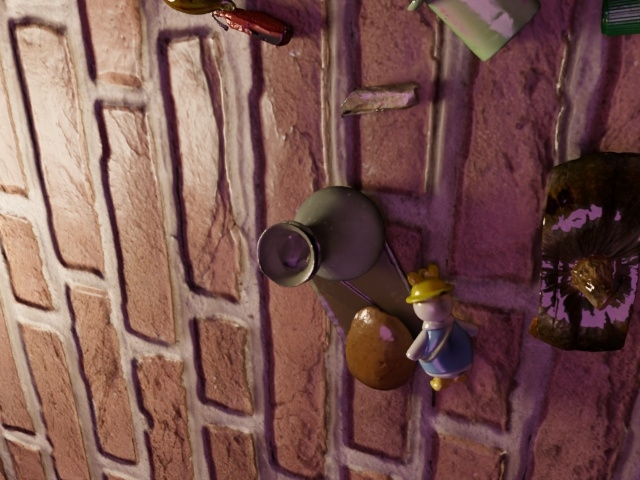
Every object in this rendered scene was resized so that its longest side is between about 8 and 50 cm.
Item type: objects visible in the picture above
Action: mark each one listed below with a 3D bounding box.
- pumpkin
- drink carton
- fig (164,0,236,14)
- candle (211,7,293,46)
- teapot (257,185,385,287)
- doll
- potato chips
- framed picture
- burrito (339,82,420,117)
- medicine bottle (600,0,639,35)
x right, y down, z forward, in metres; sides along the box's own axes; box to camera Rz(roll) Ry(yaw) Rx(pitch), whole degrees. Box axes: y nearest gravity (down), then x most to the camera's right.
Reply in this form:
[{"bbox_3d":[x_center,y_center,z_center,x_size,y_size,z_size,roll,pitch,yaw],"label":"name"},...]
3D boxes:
[{"bbox_3d":[0.405,0.026,0.861,0.139,0.222,0.317,9,114,21],"label":"pumpkin"},{"bbox_3d":[0.232,-0.353,0.832,0.142,0.144,0.146,41,122,-8],"label":"drink carton"},{"bbox_3d":[-0.212,-0.442,0.998,0.155,0.103,0.109,39,142,6],"label":"fig"},{"bbox_3d":[-0.125,-0.390,1.024,0.162,0.048,0.053,23,84,14],"label":"candle"},{"bbox_3d":[0.000,0.000,1.001,0.184,0.251,0.183,5,102,27],"label":"teapot"},{"bbox_3d":[0.223,0.164,1.065,0.135,0.099,0.241,-14,97,16],"label":"doll"},{"bbox_3d":[0.118,0.233,1.154,0.150,0.049,0.201,22,127,18],"label":"potato chips"},{"bbox_3d":[0.106,0.141,1.158,0.209,0.019,0.281,-23,101,30],"label":"framed picture"},{"bbox_3d":[0.099,-0.245,0.983,0.149,0.041,0.055,0,125,24],"label":"burrito"},{"bbox_3d":[0.537,-0.313,0.741,0.309,0.076,0.111,1,106,23],"label":"medicine bottle"}]
